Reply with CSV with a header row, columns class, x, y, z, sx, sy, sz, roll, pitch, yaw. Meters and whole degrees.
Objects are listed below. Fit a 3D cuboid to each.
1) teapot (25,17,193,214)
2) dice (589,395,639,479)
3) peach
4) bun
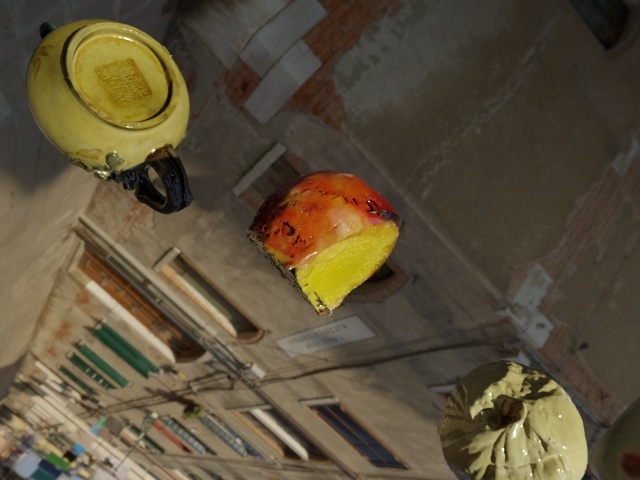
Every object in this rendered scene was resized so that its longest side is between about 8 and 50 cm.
class,x,y,z,sx,sy,sz,roll,pitch,yaw
teapot,-0.249,-0.145,0.587,0.173,0.270,0.182,-39,-167,-37
dice,0.574,0.366,0.784,0.192,0.194,0.193,-53,-133,3
peach,-0.005,-0.003,0.424,0.127,0.092,0.172,-48,154,17
bun,0.287,0.285,0.741,0.220,0.134,0.221,-13,-126,19
